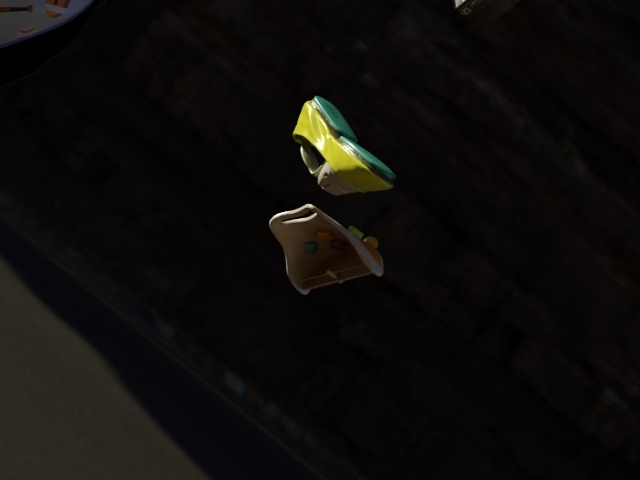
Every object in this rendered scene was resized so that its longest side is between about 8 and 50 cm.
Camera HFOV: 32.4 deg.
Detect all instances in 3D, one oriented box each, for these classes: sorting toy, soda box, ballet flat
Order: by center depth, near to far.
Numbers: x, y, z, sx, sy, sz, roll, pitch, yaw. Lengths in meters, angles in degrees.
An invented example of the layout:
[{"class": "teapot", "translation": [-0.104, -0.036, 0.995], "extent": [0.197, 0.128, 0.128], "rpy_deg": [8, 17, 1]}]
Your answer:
[{"class": "sorting toy", "translation": [0.000, 0.000, 0.876], "extent": [0.083, 0.045, 0.075], "rpy_deg": [-16, -46, 39]}, {"class": "ballet flat", "translation": [0.022, -0.101, 1.366], "extent": [0.077, 0.077, 0.231], "rpy_deg": [30, 15, -35]}, {"class": "soda box", "translation": [0.260, -0.363, 1.494], "extent": [0.060, 0.169, 0.053], "rpy_deg": [33, 35, -30]}]

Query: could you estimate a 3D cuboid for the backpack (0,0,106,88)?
[{"class": "backpack", "translation": [-0.302, -0.238, 0.841], "extent": [0.213, 0.263, 0.277], "rpy_deg": [89, -20, -45]}]
